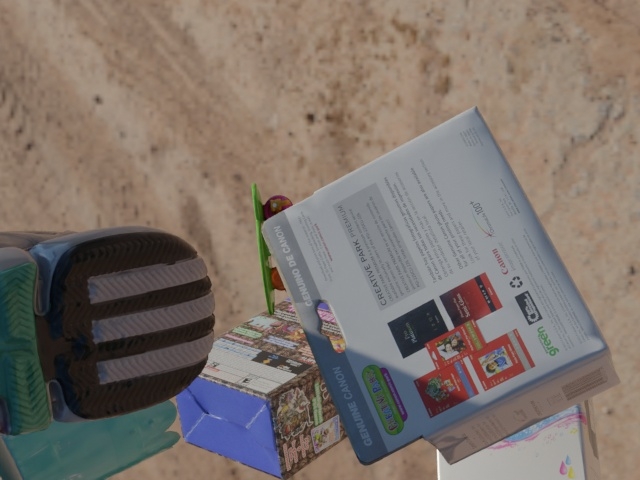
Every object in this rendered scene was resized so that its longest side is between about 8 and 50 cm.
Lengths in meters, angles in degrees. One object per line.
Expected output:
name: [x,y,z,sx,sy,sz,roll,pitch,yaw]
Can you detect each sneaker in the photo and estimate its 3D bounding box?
sneaker: [-0.151,0.038,0.398,0.098,0.223,0.083,10,102,57]

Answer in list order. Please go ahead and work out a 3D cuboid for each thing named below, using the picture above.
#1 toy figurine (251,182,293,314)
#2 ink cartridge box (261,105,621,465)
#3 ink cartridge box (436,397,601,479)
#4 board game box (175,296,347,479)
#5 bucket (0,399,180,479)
toy figurine: [0.000,0.000,1.563,0.130,0.159,0.173,86,175,-85]
ink cartridge box: [0.121,0.062,1.281,0.271,0.130,0.309,-27,62,7]
ink cartridge box: [0.268,0.259,1.653,0.207,0.119,0.354,-11,59,20]
board game box: [-0.049,0.221,1.904,0.232,0.291,0.141,12,119,42]
bucket: [-0.306,0.163,1.378,0.281,0.183,0.281,45,151,34]
